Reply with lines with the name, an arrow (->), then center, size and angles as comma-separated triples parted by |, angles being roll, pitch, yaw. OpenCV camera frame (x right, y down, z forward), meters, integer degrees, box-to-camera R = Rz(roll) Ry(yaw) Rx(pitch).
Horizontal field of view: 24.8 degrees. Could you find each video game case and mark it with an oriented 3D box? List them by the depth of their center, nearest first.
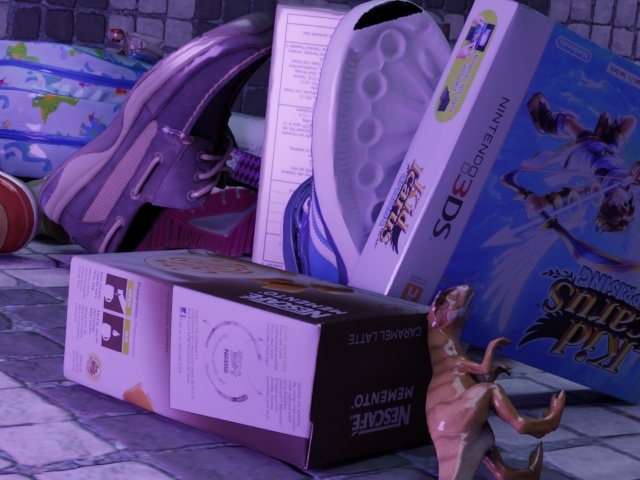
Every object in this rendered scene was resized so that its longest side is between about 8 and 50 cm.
video game case -> 0.186, -0.024, 1.125 | 0.269, 0.244, 0.061 | 21, 7, -29
video game case -> -0.025, -0.050, 1.801 | 0.210, 0.042, 0.232 | 29, -1, -24

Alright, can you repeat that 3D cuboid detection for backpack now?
backpack -> -0.314, -0.149, 1.950 | 0.290, 0.273, 0.355 | 14, 22, 31

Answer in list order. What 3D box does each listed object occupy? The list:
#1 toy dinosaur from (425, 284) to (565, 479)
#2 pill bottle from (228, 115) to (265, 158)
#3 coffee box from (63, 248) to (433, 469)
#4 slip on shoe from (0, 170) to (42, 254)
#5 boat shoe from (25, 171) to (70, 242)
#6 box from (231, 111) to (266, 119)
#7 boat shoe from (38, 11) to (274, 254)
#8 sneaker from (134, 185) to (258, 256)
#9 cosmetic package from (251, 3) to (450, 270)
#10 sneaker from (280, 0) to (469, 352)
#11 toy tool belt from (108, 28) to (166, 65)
toy dinosaur -> 0.093, 0.123, 0.924 | 0.112, 0.064, 0.211 | 16, 41, -8
pill bottle -> -0.039, -0.104, 2.103 | 0.229, 0.131, 0.131 | 9, 9, 20
coffee box -> -0.050, 0.075, 1.038 | 0.246, 0.098, 0.141 | 13, 11, 41
slip on shoe -> -0.466, -0.048, 1.559 | 0.331, 0.123, 0.101 | 12, 14, 14
boat shoe -> -0.255, -0.061, 1.784 | 0.089, 0.105, 0.285 | 14, 13, 32
box -> -0.231, -0.145, 2.273 | 0.262, 0.127, 0.231 | 10, 9, 30
boat shoe -> -0.144, -0.096, 1.488 | 0.355, 0.130, 0.132 | -40, -2, 38
sneaker -> -0.197, -0.034, 1.696 | 0.252, 0.103, 0.111 | 10, 4, -30
cosmetic package -> 0.029, -0.073, 1.412 | 0.153, 0.296, 0.129 | 10, 9, 16
sneaker -> 0.020, -0.053, 1.209 | 0.130, 0.323, 0.236 | -17, 23, -20
toy tool belt -> -0.258, -0.262, 2.022 | 0.083, 0.051, 0.052 | 6, 14, -37
